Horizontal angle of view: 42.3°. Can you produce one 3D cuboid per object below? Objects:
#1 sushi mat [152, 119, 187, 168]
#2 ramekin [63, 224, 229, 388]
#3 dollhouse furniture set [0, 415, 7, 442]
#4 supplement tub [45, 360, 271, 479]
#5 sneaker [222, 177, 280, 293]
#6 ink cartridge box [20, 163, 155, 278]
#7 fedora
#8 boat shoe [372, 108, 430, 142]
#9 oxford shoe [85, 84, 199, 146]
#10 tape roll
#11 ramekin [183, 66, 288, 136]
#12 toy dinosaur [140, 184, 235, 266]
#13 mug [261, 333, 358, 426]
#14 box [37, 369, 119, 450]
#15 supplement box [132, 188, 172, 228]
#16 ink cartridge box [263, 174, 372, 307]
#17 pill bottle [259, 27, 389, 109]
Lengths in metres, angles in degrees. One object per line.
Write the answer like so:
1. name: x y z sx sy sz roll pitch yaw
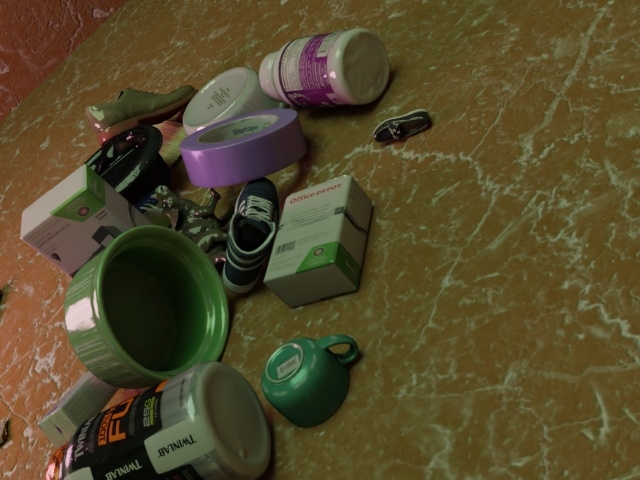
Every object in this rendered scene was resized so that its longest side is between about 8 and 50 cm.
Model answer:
1. sushi mat: -0.446 -0.284 2.362 0.151 0.019 0.316 -52 36 -12
2. ramekin: -0.334 0.136 1.572 0.148 0.303 0.303 -23 39 37
3. dollhouse furniture set: -0.770 0.468 1.872 0.152 0.058 0.076 -22 28 -5
4. supplement tub: -0.267 0.349 1.349 0.338 0.207 0.207 -28 37 19
5. sneaker: -0.130 -0.046 1.670 0.153 0.099 0.282 108 174 -55
6. ink cartridge box: -0.523 -0.012 1.926 0.198 0.273 0.115 -35 38 10
7. fedora: -0.508 -0.141 2.151 0.334 0.152 0.334 -26 38 22
8. boat shoe: 0.164 -0.227 1.687 0.125 0.046 0.038 -18 36 18
9. oxford shoe: -0.495 -0.388 2.332 0.348 0.130 0.123 -32 3 -38
10. tape roll: -0.173 -0.211 1.858 0.275 0.090 0.275 -13 20 5
11. ramekin: -0.227 -0.319 2.091 0.273 0.127 0.273 -26 38 23
12. toy dinosaur: -0.249 -0.007 1.812 0.160 0.121 0.313 -39 60 6
13. mug: -0.026 0.213 1.354 0.129 0.097 0.157 -1 53 44
14. box: -0.432 0.282 1.588 0.063 0.067 0.324 -34 10 16
15. supplement box: -0.407 -0.065 2.032 0.083 0.083 0.056 -33 36 13
16. ink cartridge box: 0.000 0.000 1.560 0.160 0.092 0.219 -16 42 32
17. pill bottle: -0.001 -0.389 1.912 0.301 0.169 0.169 6 57 48
